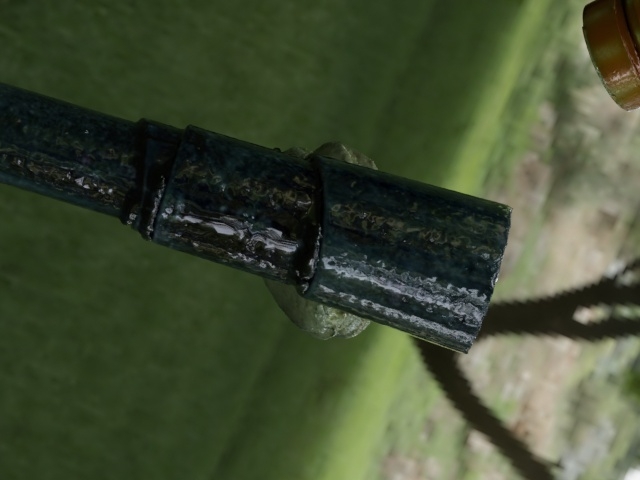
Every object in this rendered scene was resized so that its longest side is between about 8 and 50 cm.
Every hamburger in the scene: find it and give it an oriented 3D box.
[{"bbox_3d":[0.000,0.000,1.269,0.140,0.062,0.133,-49,-127,56],"label":"hamburger"}]

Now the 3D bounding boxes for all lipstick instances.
[{"bbox_3d":[-0.053,-0.022,0.641,0.053,0.234,0.053,-162,-90,-89],"label":"lipstick"}]

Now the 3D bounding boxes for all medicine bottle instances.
[{"bbox_3d":[0.305,-0.175,1.431,0.192,0.096,0.096,-21,-160,25],"label":"medicine bottle"}]
